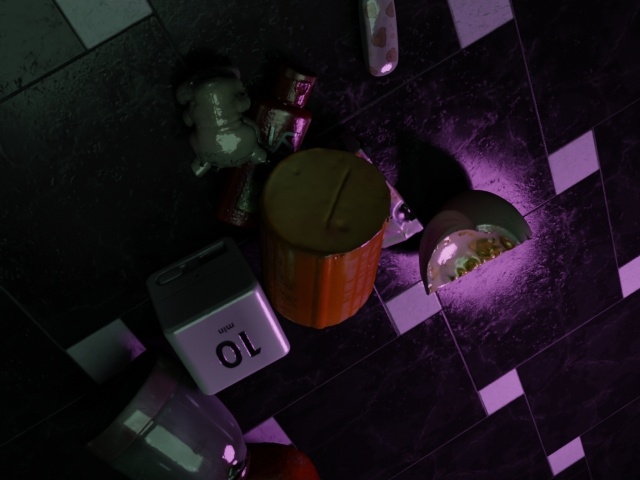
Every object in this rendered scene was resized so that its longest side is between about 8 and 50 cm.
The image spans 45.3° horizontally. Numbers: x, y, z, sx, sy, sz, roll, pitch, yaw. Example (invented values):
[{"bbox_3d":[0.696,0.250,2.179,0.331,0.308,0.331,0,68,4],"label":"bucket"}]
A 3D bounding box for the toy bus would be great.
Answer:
[{"bbox_3d":[0.099,-0.096,1.538,0.112,0.090,0.274,-36,130,8],"label":"toy bus"}]

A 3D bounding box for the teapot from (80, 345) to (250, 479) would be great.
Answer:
[{"bbox_3d":[-0.302,0.402,1.553,0.312,0.315,0.233,43,60,-16],"label":"teapot"}]

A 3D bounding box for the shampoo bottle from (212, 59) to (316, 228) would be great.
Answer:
[{"bbox_3d":[-0.096,-0.169,1.401,0.118,0.076,0.314,12,115,-29],"label":"shampoo bottle"}]

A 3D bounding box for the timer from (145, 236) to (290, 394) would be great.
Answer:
[{"bbox_3d":[-0.198,0.143,1.481,0.192,0.194,0.195,-28,128,-7],"label":"timer"}]

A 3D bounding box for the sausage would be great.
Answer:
[{"bbox_3d":[0.000,0.000,1.406,0.233,0.233,0.287,-18,151,-15],"label":"sausage"}]

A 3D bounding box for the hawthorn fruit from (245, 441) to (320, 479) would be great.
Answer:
[{"bbox_3d":[-0.171,0.601,1.751,0.369,0.284,0.284,6,119,-14],"label":"hawthorn fruit"}]

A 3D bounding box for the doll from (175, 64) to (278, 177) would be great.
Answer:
[{"bbox_3d":[-0.167,-0.201,1.305,0.149,0.095,0.192,-17,109,-4],"label":"doll"}]

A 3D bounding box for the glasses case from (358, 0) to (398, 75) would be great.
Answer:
[{"bbox_3d":[0.105,-0.376,1.385,0.063,0.041,0.164,-19,127,-13],"label":"glasses case"}]

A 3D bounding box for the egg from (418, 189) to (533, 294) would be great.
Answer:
[{"bbox_3d":[0.315,-0.019,1.652,0.271,0.161,0.206,-33,174,39],"label":"egg"}]
